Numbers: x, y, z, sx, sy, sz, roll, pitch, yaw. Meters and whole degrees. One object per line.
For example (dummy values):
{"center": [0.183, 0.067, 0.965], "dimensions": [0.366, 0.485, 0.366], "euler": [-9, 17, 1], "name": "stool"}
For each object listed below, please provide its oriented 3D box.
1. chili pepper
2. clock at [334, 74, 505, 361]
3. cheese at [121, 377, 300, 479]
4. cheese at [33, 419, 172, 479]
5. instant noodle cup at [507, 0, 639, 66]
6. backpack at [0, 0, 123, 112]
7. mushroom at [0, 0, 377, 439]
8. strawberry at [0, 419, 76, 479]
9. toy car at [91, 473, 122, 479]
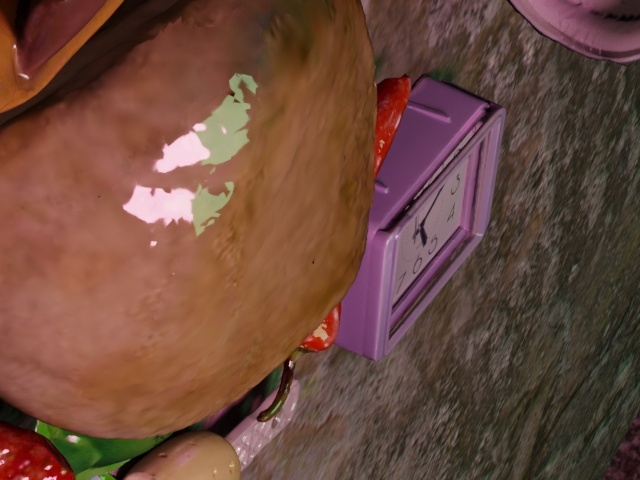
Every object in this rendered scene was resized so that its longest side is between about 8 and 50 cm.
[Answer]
{"center": [0.000, 0.000, 1.412], "dimensions": [0.071, 0.063, 0.272], "euler": [29, 77, -49], "name": "chili pepper"}
{"center": [0.065, -0.020, 1.545], "dimensions": [0.193, 0.073, 0.144], "euler": [-48, 154, -39], "name": "clock"}
{"center": [-0.082, 0.169, 1.426], "dimensions": [0.255, 0.050, 0.127], "euler": [-44, 149, -49], "name": "cheese"}
{"center": [-0.090, 0.002, 1.163], "dimensions": [0.320, 0.083, 0.204], "euler": [-66, 156, -23], "name": "cheese"}
{"center": [0.283, -0.298, 1.546], "dimensions": [0.312, 0.284, 0.284], "euler": [-42, 150, -32], "name": "instant noodle cup"}
{"center": [-0.131, -0.204, 0.671], "dimensions": [0.378, 0.201, 0.353], "euler": [-55, 159, -29], "name": "backpack"}
{"center": [-0.047, -0.034, 1.009], "dimensions": [0.212, 0.217, 0.292], "euler": [-26, -160, 39], "name": "mushroom"}
{"center": [-0.199, 0.124, 0.962], "dimensions": [0.148, 0.131, 0.131], "euler": [-39, 160, 4], "name": "strawberry"}
{"center": [-0.184, 0.191, 1.168], "dimensions": [0.165, 0.071, 0.062], "euler": [-56, 143, -24], "name": "toy car"}
